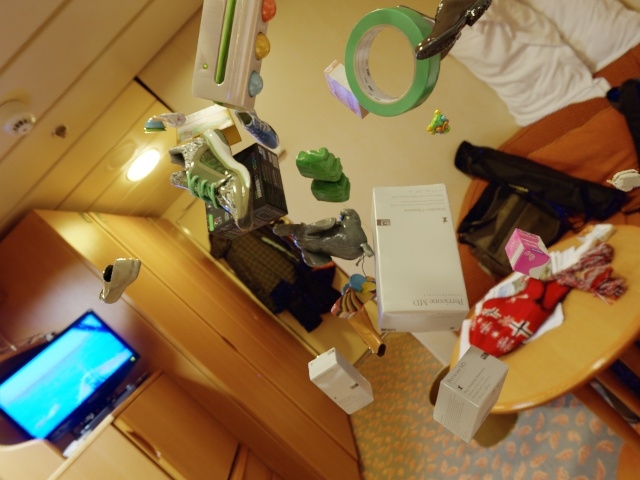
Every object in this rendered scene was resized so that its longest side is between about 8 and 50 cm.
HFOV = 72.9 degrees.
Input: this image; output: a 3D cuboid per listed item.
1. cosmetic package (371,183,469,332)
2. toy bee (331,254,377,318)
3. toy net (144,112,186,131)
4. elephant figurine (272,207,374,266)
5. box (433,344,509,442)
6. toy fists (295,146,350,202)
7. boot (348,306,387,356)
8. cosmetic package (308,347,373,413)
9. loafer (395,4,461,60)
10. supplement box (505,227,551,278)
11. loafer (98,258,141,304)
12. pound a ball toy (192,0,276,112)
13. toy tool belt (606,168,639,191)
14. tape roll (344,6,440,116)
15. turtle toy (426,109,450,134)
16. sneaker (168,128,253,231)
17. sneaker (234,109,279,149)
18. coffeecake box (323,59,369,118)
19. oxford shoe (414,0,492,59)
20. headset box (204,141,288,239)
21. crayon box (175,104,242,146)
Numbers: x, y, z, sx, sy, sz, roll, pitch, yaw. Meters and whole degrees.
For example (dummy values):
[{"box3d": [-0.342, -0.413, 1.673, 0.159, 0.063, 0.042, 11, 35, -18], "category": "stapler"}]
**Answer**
[{"box3d": [0.253, 0.045, 1.176, 0.156, 0.217, 0.385, 83, -176, -57], "category": "cosmetic package"}, {"box3d": [0.171, 0.187, 1.629, 0.298, 0.162, 0.195, -57, -3, -20], "category": "toy bee"}, {"box3d": [-0.463, -0.365, 1.348, 0.122, 0.045, 0.232, -11, 14, -36], "category": "toy net"}, {"box3d": [0.000, 0.000, 1.249, 0.239, 0.170, 0.186, -3, -19, -17], "category": "elephant figurine"}, {"box3d": [0.428, 0.435, 1.239, 0.181, 0.119, 0.182, -33, -44, -35], "category": "box"}, {"box3d": [0.027, -0.230, 1.563, 0.096, 0.142, 0.279, -65, -31, -23], "category": "toy fists"}, {"box3d": [0.210, 0.388, 1.947, 0.104, 0.295, 0.211, -34, 44, -10], "category": "boot"}, {"box3d": [0.073, 0.489, 1.501, 0.117, 0.231, 0.085, -36, 27, 13], "category": "cosmetic package"}, {"box3d": [0.353, -0.751, 1.572, 0.130, 0.133, 0.366, -66, 31, 29], "category": "loafer"}, {"box3d": [0.868, 0.052, 1.824, 0.220, 0.111, 0.114, -62, -9, -61], "category": "supplement box"}, {"box3d": [-0.720, 0.133, 1.519, 0.268, 0.092, 0.102, -39, 37, 32], "category": "loafer"}, {"box3d": [-0.163, -0.456, 0.971, 0.208, 0.135, 0.319, -43, -34, -78], "category": "pound a ball toy"}, {"box3d": [0.736, -0.144, 1.030, 0.083, 0.052, 0.051, -7, 14, 0], "category": "toy tool belt"}, {"box3d": [0.223, -0.566, 1.389, 0.077, 0.321, 0.321, -30, -9, -39], "category": "tape roll"}, {"box3d": [0.504, -0.484, 1.818, 0.130, 0.066, 0.095, 6, -70, -59], "category": "turtle toy"}, {"box3d": [-0.298, -0.147, 1.153, 0.182, 0.410, 0.158, -18, -45, -21], "category": "sneaker"}, {"box3d": [-0.238, -0.411, 1.591, 0.080, 0.211, 0.081, -37, 21, 26], "category": "sneaker"}, {"box3d": [0.109, -0.569, 1.640, 0.068, 0.185, 0.142, -43, -22, -2], "category": "coffeecake box"}, {"box3d": [0.324, -0.565, 1.129, 0.227, 0.096, 0.083, -42, -7, 4], "category": "oxford shoe"}, {"box3d": [-0.279, -0.164, 1.532, 0.283, 0.246, 0.131, -22, -23, 26], "category": "headset box"}, {"box3d": [-0.396, -0.378, 1.519, 0.203, 0.083, 0.323, -23, 34, -5], "category": "crayon box"}]
